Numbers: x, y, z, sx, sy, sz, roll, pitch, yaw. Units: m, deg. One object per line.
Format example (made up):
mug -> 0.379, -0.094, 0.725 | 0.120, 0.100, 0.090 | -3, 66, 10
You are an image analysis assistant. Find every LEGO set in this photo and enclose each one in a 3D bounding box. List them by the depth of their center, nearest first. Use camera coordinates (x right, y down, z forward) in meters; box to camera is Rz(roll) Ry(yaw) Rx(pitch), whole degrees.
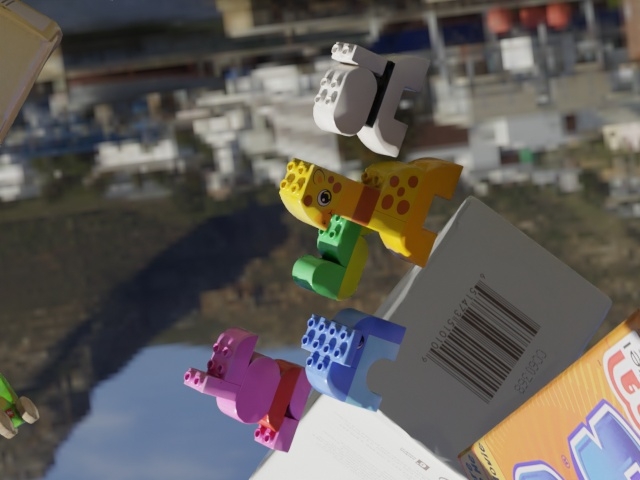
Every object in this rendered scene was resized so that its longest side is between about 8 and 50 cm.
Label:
LEGO set -> 0.000, 0.000, 0.892 | 0.093, 0.227, 0.087 | 21, 178, -37

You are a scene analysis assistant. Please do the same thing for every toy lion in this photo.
toy lion -> -0.282, 0.121, 1.417 | 0.034, 0.096, 0.100 | -34, 177, 10

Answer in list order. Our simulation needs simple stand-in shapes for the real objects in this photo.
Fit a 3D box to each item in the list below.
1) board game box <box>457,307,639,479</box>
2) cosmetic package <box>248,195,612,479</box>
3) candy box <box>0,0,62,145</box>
board game box -> 0.349, 0.160, 0.953 | 0.356, 0.356, 0.356 | -26, 168, -17
cosmetic package -> 0.084, 0.141, 1.534 | 0.217, 0.156, 0.385 | -52, 179, -25
candy box -> -0.255, -0.057, 0.488 | 0.316, 0.183, 0.087 | 29, -176, -9
